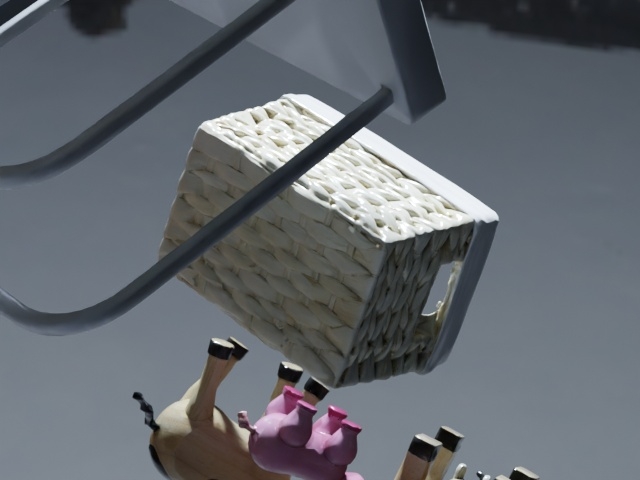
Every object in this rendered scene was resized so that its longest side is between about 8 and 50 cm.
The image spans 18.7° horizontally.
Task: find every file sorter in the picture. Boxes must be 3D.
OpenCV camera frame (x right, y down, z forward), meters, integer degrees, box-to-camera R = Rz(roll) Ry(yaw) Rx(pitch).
[{"bbox_3d":[-0.109,-0.139,0.638,0.173,0.277,0.193,-38,44,-22],"label":"file sorter"}]

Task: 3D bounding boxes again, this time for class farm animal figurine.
[{"bbox_3d":[0.046,0.225,1.445,0.330,0.172,0.327,30,6,31],"label":"farm animal figurine"}]

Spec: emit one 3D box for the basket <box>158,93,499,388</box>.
[{"bbox_3d":[0.000,0.000,1.144,0.167,0.113,0.103,33,27,29],"label":"basket"}]
